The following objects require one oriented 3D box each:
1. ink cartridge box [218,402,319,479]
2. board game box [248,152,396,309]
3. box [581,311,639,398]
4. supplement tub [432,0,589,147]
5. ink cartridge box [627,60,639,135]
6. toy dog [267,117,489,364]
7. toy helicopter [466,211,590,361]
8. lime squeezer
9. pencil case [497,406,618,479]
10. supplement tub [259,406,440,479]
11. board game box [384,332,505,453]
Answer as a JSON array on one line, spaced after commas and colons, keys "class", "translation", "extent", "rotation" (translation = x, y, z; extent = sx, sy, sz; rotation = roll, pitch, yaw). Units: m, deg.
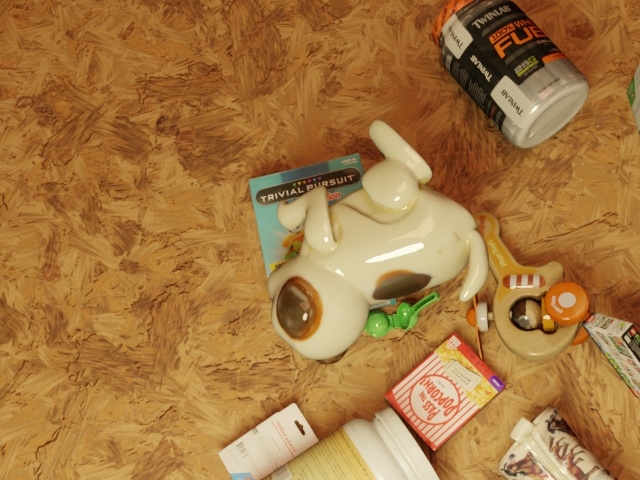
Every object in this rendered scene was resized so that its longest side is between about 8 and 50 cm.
[{"class": "ink cartridge box", "translation": [-0.096, 0.416, 1.645], "extent": [0.180, 0.060, 0.104], "rotation": [-33, 67, -6]}, {"class": "board game box", "translation": [0.000, 0.000, 1.791], "extent": [0.253, 0.079, 0.336], "rotation": [-14, 67, 1]}, {"class": "box", "translation": [0.584, 0.226, 1.550], "extent": [0.036, 0.114, 0.207], "rotation": [-44, 109, -10]}, {"class": "supplement tub", "translation": [0.407, -0.385, 1.825], "extent": [0.207, 0.207, 0.338], "rotation": [-33, 68, -7]}, {"class": "ink cartridge box", "translation": [0.734, -0.273, 1.768], "extent": [0.086, 0.153, 0.208], "rotation": [-8, 68, 3]}, {"class": "toy dog", "translation": [0.080, 0.052, 1.581], "extent": [0.408, 0.284, 0.395], "rotation": [-41, 65, -3]}, {"class": "toy helicopter", "translation": [0.378, 0.092, 1.701], "extent": [0.235, 0.140, 0.355], "rotation": [-29, 56, 5]}, {"class": "lime squeezer", "translation": [0.129, 0.166, 1.702], "extent": [0.310, 0.110, 0.059], "rotation": [-19, 83, 32]}, {"class": "pencil case", "translation": [0.493, 0.488, 1.476], "extent": [0.160, 0.183, 0.410], "rotation": [-39, 68, -8]}, {"class": "supplement tub", "translation": [0.047, 0.469, 1.514], "extent": [0.316, 0.228, 0.228], "rotation": [-32, 68, -6]}, {"class": "board game box", "translation": [0.246, 0.303, 1.654], "extent": [0.193, 0.045, 0.147], "rotation": [-41, 69, -9]}]
